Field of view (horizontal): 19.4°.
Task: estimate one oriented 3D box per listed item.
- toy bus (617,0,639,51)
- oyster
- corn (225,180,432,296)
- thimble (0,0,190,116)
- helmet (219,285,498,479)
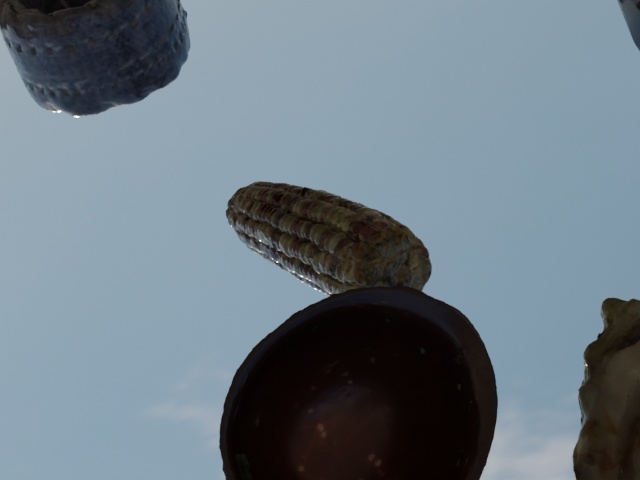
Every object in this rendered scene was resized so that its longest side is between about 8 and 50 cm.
[{"bbox_3d":[0.307,-0.187,1.128,0.147,0.127,0.302,-34,176,43],"label":"toy bus"},{"bbox_3d":[0.291,0.205,1.496,0.221,0.096,0.361,-41,-131,6],"label":"oyster"},{"bbox_3d":[0.000,0.000,1.412,0.079,0.079,0.237,-25,-158,-21],"label":"corn"},{"bbox_3d":[-0.183,-0.175,1.511,0.150,0.098,0.150,-13,-147,9],"label":"thimble"},{"bbox_3d":[0.020,0.111,1.132,0.175,0.155,0.106,-55,-179,-9],"label":"helmet"}]
